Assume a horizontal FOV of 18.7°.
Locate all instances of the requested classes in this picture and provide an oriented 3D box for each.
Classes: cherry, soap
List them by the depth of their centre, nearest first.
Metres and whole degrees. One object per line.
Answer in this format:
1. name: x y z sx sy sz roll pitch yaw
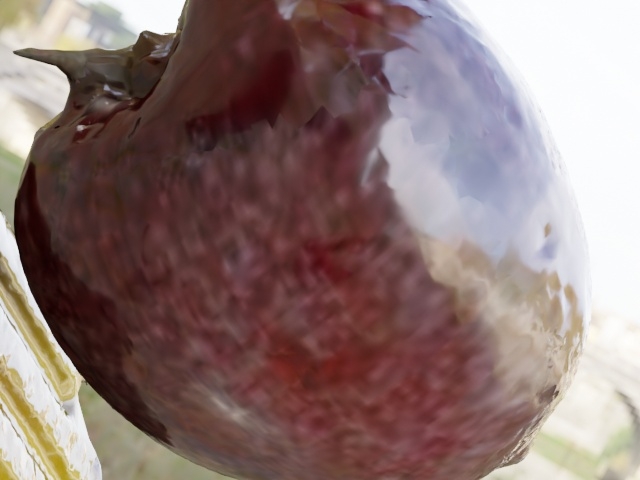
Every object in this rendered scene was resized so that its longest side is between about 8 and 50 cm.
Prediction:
1. cherry: 0.000 0.000 0.842 0.300 0.230 0.203 44 7 -20
2. soap: -0.168 0.087 0.902 0.080 0.160 0.257 -2 -34 10
